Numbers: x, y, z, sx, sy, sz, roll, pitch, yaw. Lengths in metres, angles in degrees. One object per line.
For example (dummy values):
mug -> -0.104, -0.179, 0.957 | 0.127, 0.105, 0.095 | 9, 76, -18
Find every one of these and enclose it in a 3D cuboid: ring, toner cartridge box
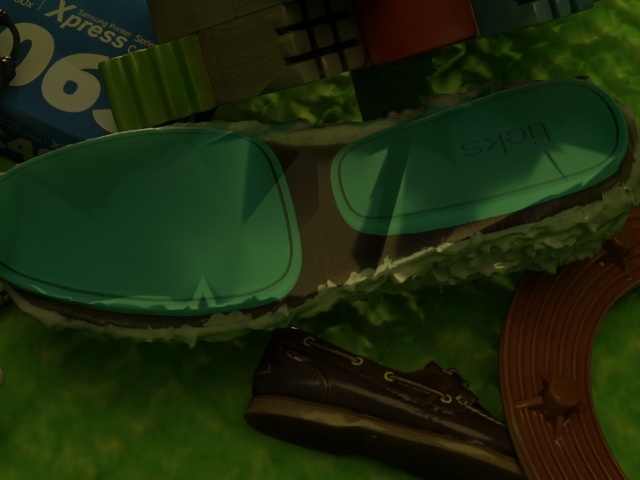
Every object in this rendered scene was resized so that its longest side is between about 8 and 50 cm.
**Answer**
ring -> 0.272, 0.107, 0.912 | 0.336, 0.032, 0.337 | 10, 52, -13
toner cartridge box -> -0.236, -0.162, 1.011 | 0.347, 0.075, 0.165 | 24, 61, 6

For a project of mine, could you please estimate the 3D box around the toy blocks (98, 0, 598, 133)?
toy blocks -> 0.080, -0.176, 0.910 | 0.381, 0.261, 0.191 | -21, 99, -34

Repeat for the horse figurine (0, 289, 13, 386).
horse figurine -> -0.291, 0.017, 0.913 | 0.263, 0.066, 0.174 | 26, 56, 6

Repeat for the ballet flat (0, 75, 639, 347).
ballet flat -> 0.000, 0.000, 0.892 | 0.408, 0.147, 0.147 | -8, 62, -1

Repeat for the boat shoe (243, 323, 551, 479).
boat shoe -> 0.059, 0.106, 0.902 | 0.207, 0.073, 0.073 | 18, 63, 3

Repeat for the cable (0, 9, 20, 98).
cable -> -0.292, -0.106, 0.919 | 0.184, 0.047, 0.151 | 20, 76, 2
